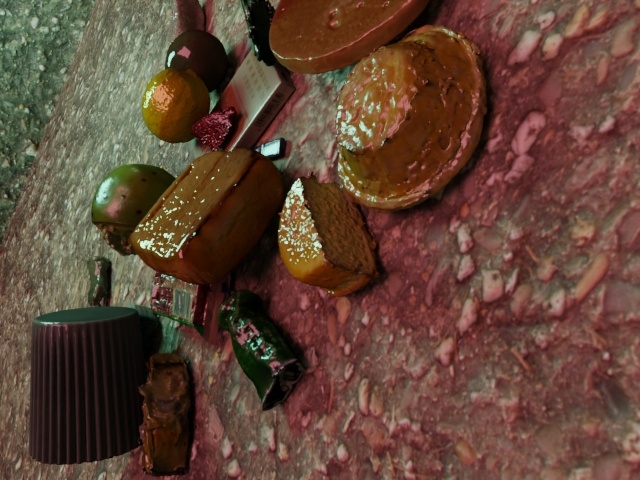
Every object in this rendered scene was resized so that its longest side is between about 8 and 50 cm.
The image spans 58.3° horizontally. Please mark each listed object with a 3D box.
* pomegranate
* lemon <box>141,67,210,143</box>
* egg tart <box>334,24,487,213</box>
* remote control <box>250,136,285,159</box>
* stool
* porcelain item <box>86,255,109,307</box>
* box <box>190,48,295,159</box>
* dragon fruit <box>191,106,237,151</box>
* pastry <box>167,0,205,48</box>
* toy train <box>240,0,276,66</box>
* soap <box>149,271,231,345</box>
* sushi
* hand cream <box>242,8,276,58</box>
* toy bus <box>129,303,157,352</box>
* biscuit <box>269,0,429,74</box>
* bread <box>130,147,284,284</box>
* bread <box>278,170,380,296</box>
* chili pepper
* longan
[{"bbox_3d":[-0.452,-0.085,1.541,0.340,0.260,0.261,-6,72,18],"label":"pomegranate"},{"bbox_3d":[-0.375,-0.350,1.496,0.193,0.180,0.181,-33,54,25],"label":"lemon"},{"bbox_3d":[0.125,-0.217,0.976,0.341,0.132,0.342,-21,62,44],"label":"egg tart"},{"bbox_3d":[-0.138,-0.209,1.368,0.152,0.027,0.044,-7,69,47],"label":"remote control"},{"bbox_3d":[-0.586,0.348,1.455,0.297,0.297,0.330,0,93,50],"label":"stool"},{"bbox_3d":[-0.756,0.161,1.947,0.081,0.069,0.216,-28,57,28],"label":"porcelain item"},{"bbox_3d":[-0.211,-0.314,1.466,0.365,0.051,0.205,-48,47,29],"label":"box"},{"bbox_3d":[-0.252,-0.293,1.438,0.097,0.063,0.131,46,119,9],"label":"dragon fruit"},{"bbox_3d":[-0.416,-0.649,1.778,0.112,0.102,0.265,-42,47,43],"label":"pastry"},{"bbox_3d":[-0.137,-0.484,1.299,0.171,0.071,0.111,78,170,-46],"label":"toy train"},{"bbox_3d":[-0.331,0.128,1.432,0.273,0.098,0.218,4,81,51],"label":"soap"},{"bbox_3d":[-0.389,0.417,1.384,0.131,0.139,0.291,-25,62,52],"label":"sushi"},{"bbox_3d":[-0.156,-0.534,1.479,0.194,0.042,0.067,-16,67,59],"label":"hand cream"},{"bbox_3d":[-0.551,0.314,1.648,0.262,0.091,0.109,-62,30,13],"label":"toy bus"},{"bbox_3d":[0.065,-0.498,1.141,0.385,0.062,0.365,-2,68,39],"label":"biscuit"},{"bbox_3d":[-0.254,-0.052,1.305,0.328,0.148,0.337,6,55,50],"label":"bread"},{"bbox_3d":[0.000,0.000,1.045,0.139,0.143,0.229,-43,47,32],"label":"bread"},{"bbox_3d":[-0.135,0.200,1.184,0.270,0.099,0.136,50,142,38],"label":"chili pepper"},{"bbox_3d":[-0.344,-0.488,1.585,0.187,0.167,0.167,-37,50,15],"label":"longan"}]
